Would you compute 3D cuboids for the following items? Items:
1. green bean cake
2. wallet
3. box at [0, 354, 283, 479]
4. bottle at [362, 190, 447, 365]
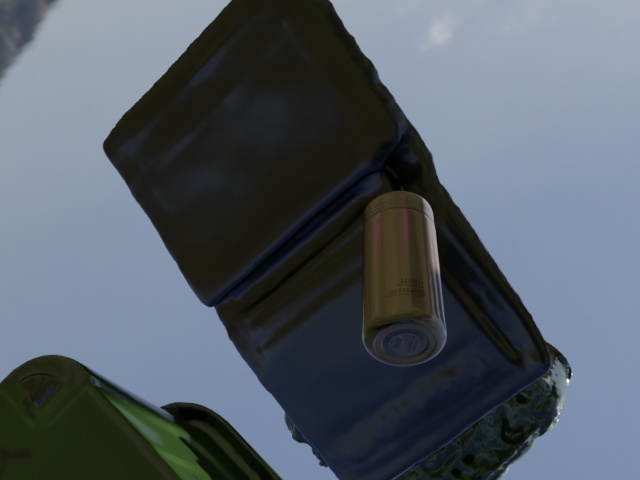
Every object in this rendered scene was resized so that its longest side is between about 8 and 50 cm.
[{"bbox_3d":[0.082,0.121,1.355,0.181,0.173,0.094,-47,-175,16],"label":"green bean cake"},{"bbox_3d":[0.000,0.000,1.171,0.041,0.323,0.247,-32,174,-48],"label":"wallet"},{"bbox_3d":[-0.100,0.226,0.877,0.253,0.178,0.329,-48,-131,-2],"label":"box"},{"bbox_3d":[0.044,0.019,0.945,0.045,0.045,0.096,-23,-135,24],"label":"bottle"}]
